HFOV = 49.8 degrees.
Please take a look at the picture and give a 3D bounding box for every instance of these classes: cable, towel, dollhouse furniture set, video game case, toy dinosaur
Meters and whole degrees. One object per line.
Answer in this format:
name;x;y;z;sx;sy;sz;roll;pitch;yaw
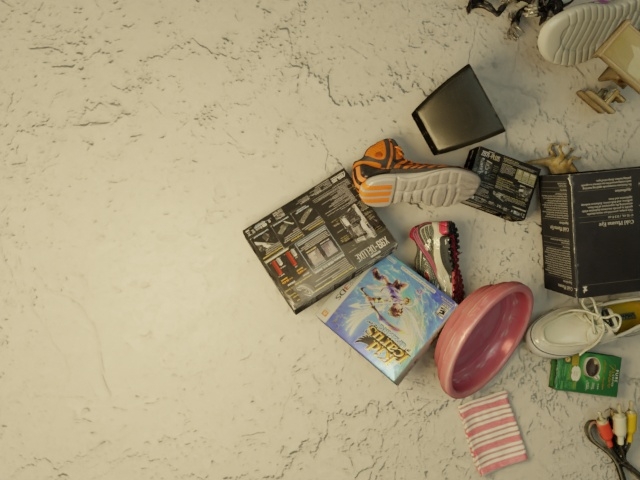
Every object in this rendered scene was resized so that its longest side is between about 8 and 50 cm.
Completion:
cable;0.802;0.575;1.849;0.139;0.072;0.287;-15;91;-3
towel;0.456;0.507;1.823;0.144;0.029;0.197;-18;91;-9
dollhouse furniture set;0.766;-0.459;1.773;0.161;0.242;0.212;39;99;-5
video game case;0.163;0.178;1.713;0.269;0.061;0.244;38;84;25
toy dinosaur;0.636;-0.216;1.855;0.183;0.053;0.093;12;88;-8

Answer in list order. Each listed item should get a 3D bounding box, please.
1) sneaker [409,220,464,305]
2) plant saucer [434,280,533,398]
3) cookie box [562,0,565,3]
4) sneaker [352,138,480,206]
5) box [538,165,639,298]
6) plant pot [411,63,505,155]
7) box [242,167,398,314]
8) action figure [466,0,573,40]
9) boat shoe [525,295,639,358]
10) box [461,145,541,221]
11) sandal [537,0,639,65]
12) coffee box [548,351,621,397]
sneaker;0.304;0.095;1.782;0.112;0.121;0.299;-2;100;27
plant saucer;0.397;0.236;1.717;0.084;0.332;0.332;36;82;36
cookie box;0.617;-0.682;1.870;0.107;0.040;0.092;25;86;-6
sneaker;0.233;-0.182;1.733;0.321;0.124;0.180;0;44;-15
box;0.768;-0.031;1.793;0.343;0.179;0.312;-5;94;-8
plant pot;0.337;-0.314;1.761;0.167;0.188;0.187;-29;93;5
box;0.000;0.000;1.714;0.307;0.076;0.242;-33;75;-8
action figure;0.525;-0.606;1.801;0.275;0.164;0.141;9;68;2
boat shoe;0.722;0.213;1.787;0.367;0.156;0.136;-8;68;-9
box;0.464;-0.147;1.816;0.180;0.077;0.147;19;86;-7
sandal;0.720;-0.573;1.840;0.416;0.102;0.169;-18;134;-24
coffee box;0.711;0.355;1.857;0.184;0.040;0.113;7;87;-7
